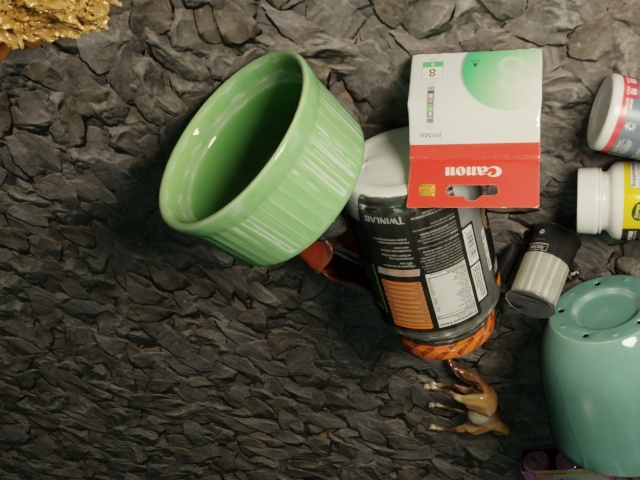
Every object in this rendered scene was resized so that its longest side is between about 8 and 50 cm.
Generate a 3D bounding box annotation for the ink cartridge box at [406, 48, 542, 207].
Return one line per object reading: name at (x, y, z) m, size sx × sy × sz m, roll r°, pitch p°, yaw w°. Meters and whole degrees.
ink cartridge box at (0.207, -0.154, 1.223) m, size 0.181 × 0.224 × 0.056 m, roll 0°, pitch 152°, yaw 14°

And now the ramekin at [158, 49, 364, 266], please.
ramekin at (-0.080, -0.109, 1.304) m, size 0.303 × 0.303 × 0.148 m, roll -26°, pitch 132°, yaw 36°

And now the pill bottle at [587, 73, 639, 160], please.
pill bottle at (0.469, -0.158, 1.233) m, size 0.180 × 0.108 × 0.108 m, roll 13°, pitch 138°, yaw 1°

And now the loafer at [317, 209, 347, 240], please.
loafer at (-0.006, -0.056, 1.394) m, size 0.078 × 0.223 × 0.076 m, roll -20°, pitch 110°, yaw 8°

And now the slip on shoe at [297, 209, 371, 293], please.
slip on shoe at (0.000, 0.000, 1.538) m, size 0.331 × 0.101 × 0.123 m, roll 26°, pitch 138°, yaw -11°

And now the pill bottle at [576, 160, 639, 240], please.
pill bottle at (0.486, -0.059, 1.327) m, size 0.208 × 0.119 × 0.119 m, roll 0°, pitch 136°, yaw 15°

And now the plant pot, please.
plant pot at (0.498, 0.201, 1.493) m, size 0.293 × 0.293 × 0.235 m, roll -10°, pitch 120°, yaw 24°

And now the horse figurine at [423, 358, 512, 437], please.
horse figurine at (0.303, 0.337, 1.843) m, size 0.174 × 0.066 × 0.263 m, roll 7°, pitch 140°, yaw 17°

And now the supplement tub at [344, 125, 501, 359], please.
supplement tub at (0.163, 0.009, 1.395) m, size 0.207 × 0.207 × 0.338 m, roll -4°, pitch 127°, yaw 20°

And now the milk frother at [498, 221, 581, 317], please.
milk frother at (0.371, 0.067, 1.478) m, size 0.143 × 0.134 × 0.129 m, roll 36°, pitch 156°, yaw -19°

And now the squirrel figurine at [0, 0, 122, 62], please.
squirrel figurine at (-0.441, -0.309, 1.124) m, size 0.397 × 0.370 × 0.281 m, roll -22°, pitch 126°, yaw 33°

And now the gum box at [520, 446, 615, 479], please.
gum box at (0.542, 0.498, 1.951) m, size 0.188 × 0.062 × 0.107 m, roll -10°, pitch 133°, yaw 25°
